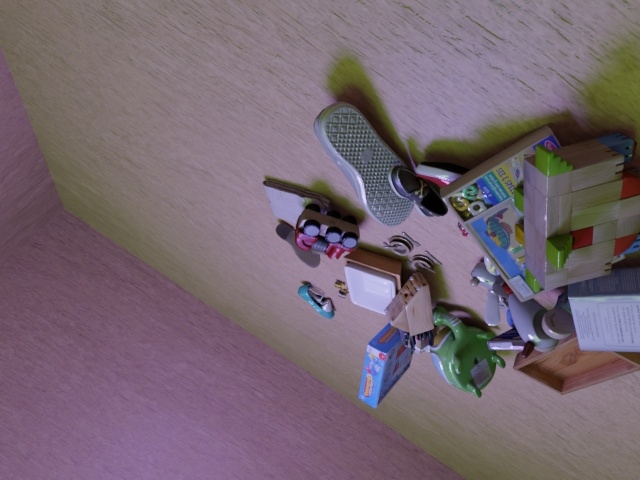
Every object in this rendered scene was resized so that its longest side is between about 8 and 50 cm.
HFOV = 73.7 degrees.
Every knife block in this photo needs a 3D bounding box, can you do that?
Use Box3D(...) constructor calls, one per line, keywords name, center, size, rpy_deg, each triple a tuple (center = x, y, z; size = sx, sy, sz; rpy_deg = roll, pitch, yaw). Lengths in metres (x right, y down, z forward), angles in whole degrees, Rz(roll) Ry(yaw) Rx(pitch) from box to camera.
Box3D(name="knife block", center=(0.374, 0.278, 1.583), size=(0.242, 0.088, 0.276), rpy_deg=(24, 112, -24))

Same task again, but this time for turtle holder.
Box3D(name="turtle holder", center=(0.528, 0.433, 1.665), size=(0.320, 0.243, 0.227), rpy_deg=(35, 168, -22))

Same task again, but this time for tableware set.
Box3D(name="tableware set", center=(0.319, 0.060, 1.506), size=(0.194, 0.039, 0.128), rpy_deg=(38, 149, -10))

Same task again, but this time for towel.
Box3D(name="towel", center=(-0.082, -0.122, 1.606), size=(0.282, 0.049, 0.187), rpy_deg=(18, 146, 23))

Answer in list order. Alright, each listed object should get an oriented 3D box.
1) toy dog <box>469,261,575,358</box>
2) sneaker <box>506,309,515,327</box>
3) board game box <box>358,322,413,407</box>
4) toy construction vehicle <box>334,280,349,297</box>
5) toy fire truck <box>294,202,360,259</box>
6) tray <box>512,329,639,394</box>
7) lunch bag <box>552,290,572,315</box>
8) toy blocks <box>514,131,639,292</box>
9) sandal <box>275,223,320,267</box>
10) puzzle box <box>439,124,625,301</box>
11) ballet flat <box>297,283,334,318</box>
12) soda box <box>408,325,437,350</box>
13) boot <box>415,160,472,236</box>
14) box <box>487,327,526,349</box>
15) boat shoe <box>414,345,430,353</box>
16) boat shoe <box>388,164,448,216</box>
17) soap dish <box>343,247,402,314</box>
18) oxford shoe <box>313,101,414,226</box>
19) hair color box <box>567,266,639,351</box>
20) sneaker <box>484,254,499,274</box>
Box3D(name="toy dog", center=(0.568, 0.221, 1.274), size=(0.333, 0.161, 0.220), rpy_deg=(36, 154, 51))
Box3D(name="sneaker", center=(0.662, 0.256, 1.440), size=(0.063, 0.073, 0.162), rpy_deg=(20, 148, 21))
Box3D(name="board game box", center=(0.293, 0.485, 1.784), size=(0.086, 0.308, 0.302), rpy_deg=(24, 123, 31))
Box3D(name="toy construction vehicle", center=(0.114, 0.225, 1.952), size=(0.098, 0.035, 0.086), rpy_deg=(17, 136, 20))
Box3D(name="toy fire truck", center=(0.000, 0.000, 1.547), size=(0.217, 0.158, 0.246), rpy_deg=(17, 131, -15))
Box3D(name="tray", center=(0.871, 0.413, 1.477), size=(0.203, 0.076, 0.411), rpy_deg=(27, 150, 8))
Box3D(name="lunch bag", center=(0.782, 0.203, 1.230), size=(0.151, 0.096, 0.129), rpy_deg=(38, 151, 10))
Box3D(name="toy blocks", center=(0.581, -0.064, 0.900), size=(0.261, 0.191, 0.381), rpy_deg=(-16, 122, 5))
Box3D(name="sandal", center=(-0.091, 0.015, 1.814), size=(0.240, 0.088, 0.079), rpy_deg=(43, 180, -5))
Box3D(name="puzzle box", center=(0.520, -0.042, 1.042), size=(0.272, 0.052, 0.409), rpy_deg=(-33, 114, 27))
Box3D(name="ballet flat", center=(-0.003, 0.305, 2.129), size=(0.247, 0.083, 0.087), rpy_deg=(41, 135, -18))
Box3D(name="soda box", center=(0.426, 0.400, 1.773), size=(0.058, 0.181, 0.061), rpy_deg=(8, 99, 36))
Box3D(name="boot", center=(0.353, -0.105, 1.128), size=(0.244, 0.088, 0.176), rpy_deg=(21, 122, 16))
Box3D(name="box", center=(0.681, 0.320, 1.430), size=(0.136, 0.225, 0.036), rpy_deg=(-21, 80, 51))
Box3D(name="boat shoe", center=(0.437, 0.474, 1.943), size=(0.277, 0.096, 0.098), rpy_deg=(19, 147, 23))
Box3D(name="boat shoe", center=(0.276, -0.137, 1.188), size=(0.228, 0.081, 0.068), rpy_deg=(33, 168, -37))
Box3D(name="soap dish", center=(0.220, 0.165, 1.675), size=(0.229, 0.118, 0.291), rpy_deg=(17, 147, 25))
Box3D(name="oxford shoe", center=(0.132, -0.212, 1.207), size=(0.449, 0.169, 0.130), rpy_deg=(47, -178, -35))
Box3D(name="hair color box", center=(0.824, 0.165, 1.024), size=(0.374, 0.113, 0.185), rpy_deg=(-8, 118, 36))
Box3D(name="sneaker", center=(0.530, 0.018, 1.198), size=(0.126, 0.091, 0.240), rpy_deg=(8, 141, 35))
